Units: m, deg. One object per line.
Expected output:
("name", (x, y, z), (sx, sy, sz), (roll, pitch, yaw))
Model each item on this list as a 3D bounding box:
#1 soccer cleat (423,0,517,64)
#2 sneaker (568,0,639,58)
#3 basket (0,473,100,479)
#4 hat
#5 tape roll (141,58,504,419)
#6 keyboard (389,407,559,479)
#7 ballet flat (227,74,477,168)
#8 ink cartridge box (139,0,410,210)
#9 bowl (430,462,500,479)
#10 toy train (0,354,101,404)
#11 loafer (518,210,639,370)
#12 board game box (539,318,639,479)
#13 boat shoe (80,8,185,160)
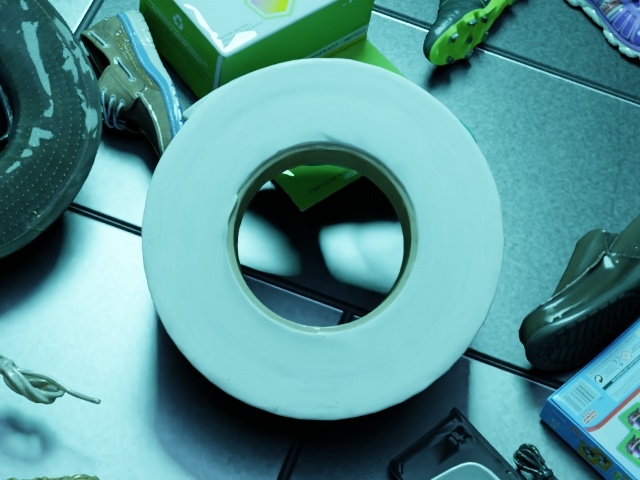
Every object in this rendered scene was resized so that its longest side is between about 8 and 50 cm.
("soccer cleat", (0.139, -0.230, 1.513), (0.072, 0.060, 0.179), (28, 51, 20))
("sneaker", (0.300, -0.240, 1.532), (0.170, 0.071, 0.068), (41, 61, 16))
("basket", (-0.275, 0.294, 1.089), (0.299, 0.223, 0.213), (-6, 92, -13))
("hat", (-0.356, -0.110, 1.310), (0.331, 0.134, 0.331), (5, 72, -18))
("tape roll", (0.000, 0.000, 1.243), (0.286, 0.100, 0.286), (0, 86, -1))
("keyboard", (0.150, 0.215, 1.248), (0.108, 0.023, 0.180), (-37, 70, -20))
("ballet flat", (0.031, -0.098, 1.351), (0.247, 0.087, 0.083), (10, 91, -22))
("ink cartridge box", (-0.019, -0.180, 1.429), (0.189, 0.097, 0.255), (-31, 66, -25))
("bowl", (0.105, 0.258, 1.182), (0.142, 0.053, 0.142), (-32, 68, -12))
("toy train", (-0.312, 0.128, 1.190), (0.248, 0.105, 0.143), (25, 68, 7))
("loafer", (0.244, 0.036, 1.351), (0.220, 0.080, 0.078), (-30, 57, -30))
("board game box", (0.313, 0.166, 1.292), (0.160, 0.039, 0.211), (-36, 68, -27))
("boat shoe", (-0.168, -0.129, 1.398), (0.066, 0.066, 0.183), (-16, 52, -13))
